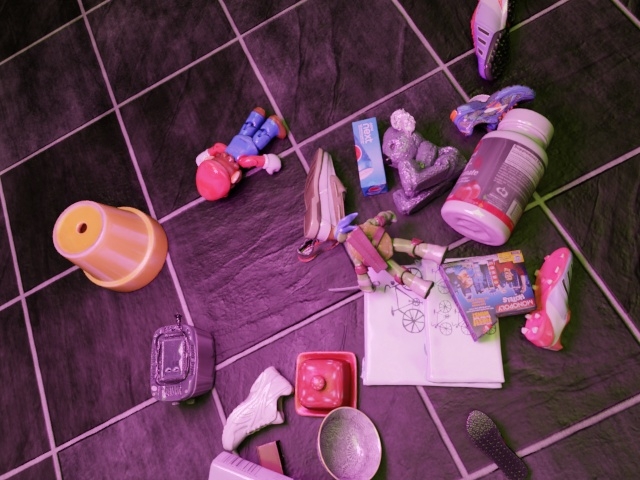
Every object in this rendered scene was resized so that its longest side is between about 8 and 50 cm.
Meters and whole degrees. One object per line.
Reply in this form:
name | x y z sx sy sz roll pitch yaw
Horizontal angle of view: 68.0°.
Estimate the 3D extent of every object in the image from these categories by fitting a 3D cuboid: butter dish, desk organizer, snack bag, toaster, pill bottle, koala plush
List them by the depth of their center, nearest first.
butter dish | 0.004 0.351 1.166 0.160 0.118 0.159 -3 73 13
desk organizer | -0.113 0.564 1.166 0.050 0.047 0.130 -19 69 5
pill bottle | 0.452 -0.162 1.188 0.176 0.176 0.318 28 81 20
snack bag | 0.267 0.200 1.194 0.343 0.037 0.323 -3 72 13
toaster | -0.359 0.314 1.253 0.129 0.146 0.226 -9 71 10
koala plush | 0.247 -0.224 1.264 0.203 0.196 0.221 -30 67 -9

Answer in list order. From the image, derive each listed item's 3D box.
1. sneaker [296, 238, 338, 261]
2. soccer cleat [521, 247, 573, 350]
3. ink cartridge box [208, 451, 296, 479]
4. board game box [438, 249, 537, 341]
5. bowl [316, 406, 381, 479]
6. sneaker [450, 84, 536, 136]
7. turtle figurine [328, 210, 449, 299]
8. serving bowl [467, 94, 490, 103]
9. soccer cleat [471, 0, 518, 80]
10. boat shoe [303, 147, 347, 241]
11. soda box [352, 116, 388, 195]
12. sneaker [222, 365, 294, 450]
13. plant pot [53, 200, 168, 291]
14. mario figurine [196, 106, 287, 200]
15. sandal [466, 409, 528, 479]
sneaker | 0.000 0.000 1.308 0.158 0.065 0.061 -41 68 -1
soccer cleat | 0.558 0.138 1.129 0.095 0.083 0.248 28 73 -11
ink cartridge box | -0.122 0.699 1.093 0.324 0.071 0.330 13 100 17
board game box | 0.399 0.136 1.133 0.194 0.060 0.194 -10 71 8
bowl | 0.051 0.488 1.116 0.080 0.170 0.170 -46 59 45
sneaker | 0.468 -0.343 1.274 0.221 0.083 0.087 -20 82 13
turtle figurine | 0.170 0.036 1.189 0.266 0.274 0.198 24 57 20
serving bowl | 0.453 -0.366 1.332 0.083 0.027 0.083 -4 73 13
soccer cleat | 0.486 -0.600 1.371 0.116 0.109 0.318 6 75 37
boat shoe | 0.016 -0.125 1.321 0.103 0.113 0.302 12 57 -14
soda box | 0.141 -0.237 1.349 0.071 0.067 0.210 -10 70 11
sneaker | -0.153 0.441 1.195 0.115 0.090 0.232 33 84 18
plant pot | -0.613 0.002 1.369 0.254 0.239 0.254 -4 71 12
mario figurine | -0.246 -0.243 1.442 0.320 0.170 0.198 -51 32 -16
sandal | 0.395 0.466 1.080 0.067 0.040 0.179 -39 82 5
